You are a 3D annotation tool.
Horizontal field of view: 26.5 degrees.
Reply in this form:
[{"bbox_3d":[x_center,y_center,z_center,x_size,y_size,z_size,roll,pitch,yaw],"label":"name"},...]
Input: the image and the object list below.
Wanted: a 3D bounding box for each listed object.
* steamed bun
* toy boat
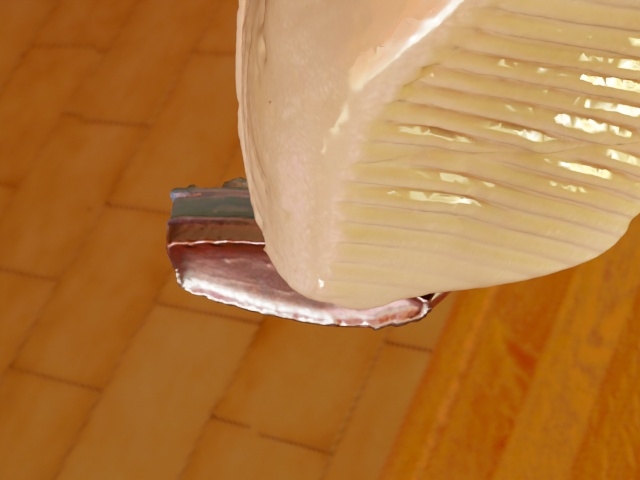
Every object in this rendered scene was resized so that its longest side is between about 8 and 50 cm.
[{"bbox_3d":[0.088,-0.150,0.693,0.247,0.383,0.236,-9,59,-27],"label":"steamed bun"},{"bbox_3d":[0.000,0.000,0.927,0.223,0.100,0.097,8,49,23],"label":"toy boat"}]
